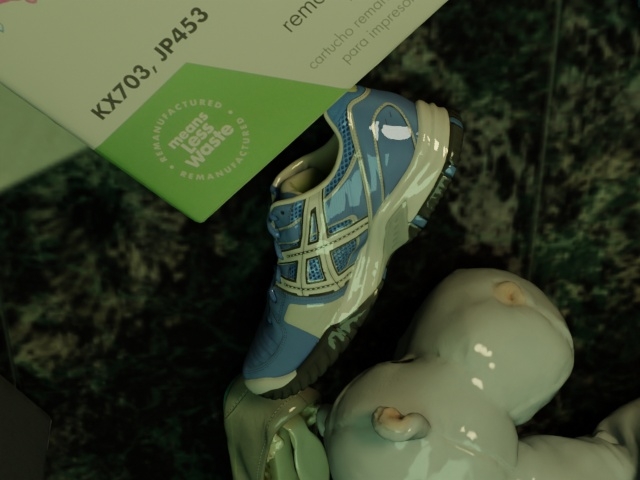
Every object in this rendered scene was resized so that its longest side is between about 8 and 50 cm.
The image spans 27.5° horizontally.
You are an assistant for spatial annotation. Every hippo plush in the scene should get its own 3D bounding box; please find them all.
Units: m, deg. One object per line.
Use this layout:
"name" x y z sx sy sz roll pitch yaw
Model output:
"hippo plush" 0.108 0.155 0.811 0.236 0.294 0.234 37 162 -1

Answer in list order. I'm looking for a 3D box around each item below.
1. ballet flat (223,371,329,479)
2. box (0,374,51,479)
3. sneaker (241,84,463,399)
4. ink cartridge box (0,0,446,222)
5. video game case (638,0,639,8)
"ballet flat" -0.023 0.178 0.879 0.068 0.072 0.213 21 132 32
"box" -0.381 0.235 0.760 0.395 0.293 0.212 -32 123 18
"sneaker" 0.000 0.000 0.763 0.081 0.080 0.211 24 111 -13
"ink cartridge box" -0.120 -0.191 0.577 0.353 0.119 0.207 36 116 -27
"video game case" 0.216 -0.198 0.647 0.119 0.015 0.166 -10 125 1
